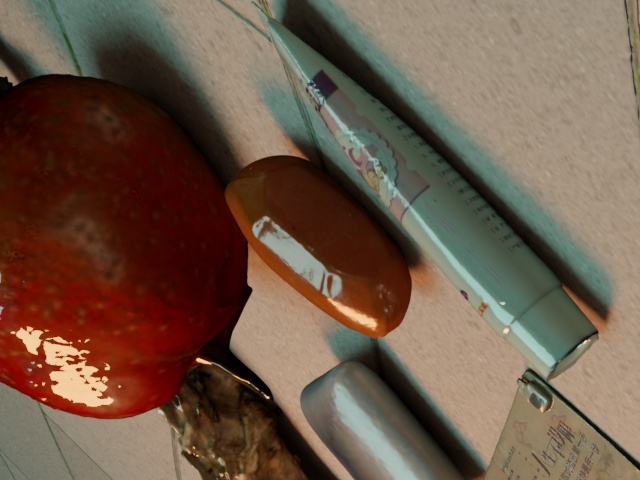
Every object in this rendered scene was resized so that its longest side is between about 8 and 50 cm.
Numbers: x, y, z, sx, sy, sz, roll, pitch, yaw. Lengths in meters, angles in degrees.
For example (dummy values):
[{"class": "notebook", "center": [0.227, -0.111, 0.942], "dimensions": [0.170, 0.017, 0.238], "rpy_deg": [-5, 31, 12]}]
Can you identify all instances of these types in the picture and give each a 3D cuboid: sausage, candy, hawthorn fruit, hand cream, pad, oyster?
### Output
[{"class": "sausage", "center": [0.000, 0.000, 1.543], "dimensions": [0.179, 0.089, 0.089], "rpy_deg": [42, 159, 10]}, {"class": "candy", "center": [0.058, 0.185, 1.761], "dimensions": [0.174, 0.071, 0.138], "rpy_deg": [49, 160, 1]}, {"class": "hawthorn fruit", "center": [-0.185, 0.026, 1.747], "dimensions": [0.369, 0.284, 0.285], "rpy_deg": [42, 161, -3]}, {"class": "hand cream", "center": [0.068, -0.042, 1.376], "dimensions": [0.331, 0.058, 0.085], "rpy_deg": [50, -179, 16]}, {"class": "pad", "center": [0.181, 0.235, 1.548], "dimensions": [0.159, 0.009, 0.265], "rpy_deg": [42, 141, 26]}, {"class": "oyster", "center": [-0.072, 0.229, 2.123], "dimensions": [0.396, 0.111, 0.204], "rpy_deg": [48, 178, 6]}]

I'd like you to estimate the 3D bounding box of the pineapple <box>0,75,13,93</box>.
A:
[{"class": "pineapple", "center": [-0.345, -0.136, 2.020], "dimensions": [0.277, 0.119, 0.130], "rpy_deg": [43, 140, 16]}]
